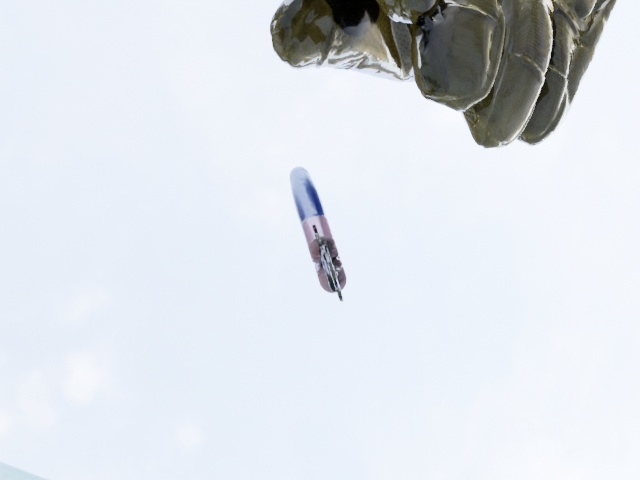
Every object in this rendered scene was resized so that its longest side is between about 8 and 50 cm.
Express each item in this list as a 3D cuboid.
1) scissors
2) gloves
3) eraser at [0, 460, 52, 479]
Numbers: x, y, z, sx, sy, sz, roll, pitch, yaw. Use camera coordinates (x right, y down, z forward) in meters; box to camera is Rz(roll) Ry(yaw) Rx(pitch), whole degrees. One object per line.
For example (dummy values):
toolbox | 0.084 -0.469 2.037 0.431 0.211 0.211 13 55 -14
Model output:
scissors | 0.000 0.000 0.652 0.012 0.113 0.039 -19 -69 1
gloves | 0.079 -0.133 0.786 0.141 0.154 0.331 -67 -10 9
eraser | -0.217 0.238 0.964 0.189 0.290 0.104 -55 -29 -38
